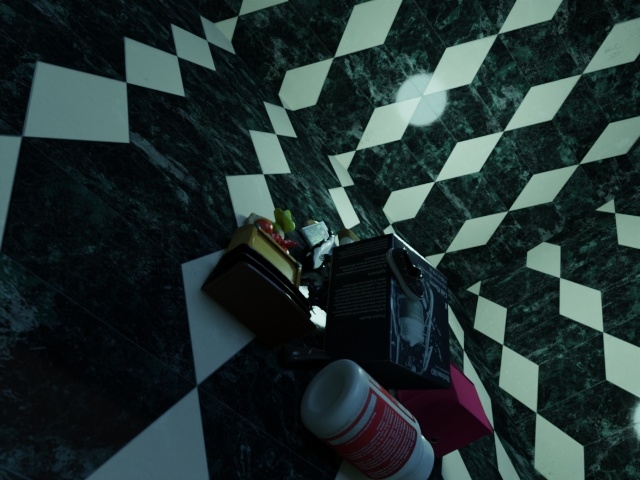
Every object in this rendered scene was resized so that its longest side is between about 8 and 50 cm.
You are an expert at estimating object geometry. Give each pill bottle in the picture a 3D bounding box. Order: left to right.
[{"bbox_3d":[0.150,0.562,1.327,0.407,0.229,0.229,46,21,-19],"label":"pill bottle"}]

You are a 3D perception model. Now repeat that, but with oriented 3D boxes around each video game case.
[{"bbox_3d":[0.000,0.000,2.158,0.190,0.022,0.173,-22,80,-55],"label":"video game case"}]

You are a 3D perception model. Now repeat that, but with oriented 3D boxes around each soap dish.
[{"bbox_3d":[-0.189,0.089,1.534,0.291,0.118,0.229,44,22,-20],"label":"soap dish"}]

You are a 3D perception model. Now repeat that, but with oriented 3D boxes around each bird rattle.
[{"bbox_3d":[-0.202,-0.023,1.742,0.207,0.143,0.253,24,32,-15],"label":"bird rattle"}]

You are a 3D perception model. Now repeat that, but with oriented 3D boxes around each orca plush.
[{"bbox_3d":[-0.023,0.031,2.018,0.102,0.151,0.287,17,45,14],"label":"orca plush"}]

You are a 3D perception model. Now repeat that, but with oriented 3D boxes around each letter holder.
[{"bbox_3d":[-0.153,0.151,1.319,0.302,0.214,0.152,45,38,-19],"label":"letter holder"}]

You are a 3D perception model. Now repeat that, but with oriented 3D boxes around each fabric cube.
[{"bbox_3d":[0.504,0.692,1.849,0.254,0.258,0.259,45,21,-23],"label":"fabric cube"}]

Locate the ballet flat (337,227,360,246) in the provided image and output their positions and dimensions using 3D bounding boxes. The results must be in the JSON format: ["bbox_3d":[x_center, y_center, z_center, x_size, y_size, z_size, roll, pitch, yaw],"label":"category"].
[{"bbox_3d":[0.162,0.083,2.191,0.124,0.116,0.342,1,59,-56],"label":"ballet flat"}]

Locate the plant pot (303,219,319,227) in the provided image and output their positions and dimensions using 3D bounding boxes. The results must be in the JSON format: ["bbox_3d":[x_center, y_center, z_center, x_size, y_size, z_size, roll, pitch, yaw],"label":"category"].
[{"bbox_3d":[0.004,-0.018,2.267,0.236,0.032,0.236,45,21,-22],"label":"plant pot"}]

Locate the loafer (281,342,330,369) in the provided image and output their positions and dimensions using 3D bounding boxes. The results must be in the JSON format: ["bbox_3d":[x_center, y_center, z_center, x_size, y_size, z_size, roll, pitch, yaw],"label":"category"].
[{"bbox_3d":[-0.046,0.366,1.439,0.220,0.080,0.078,25,35,-52],"label":"loafer"}]

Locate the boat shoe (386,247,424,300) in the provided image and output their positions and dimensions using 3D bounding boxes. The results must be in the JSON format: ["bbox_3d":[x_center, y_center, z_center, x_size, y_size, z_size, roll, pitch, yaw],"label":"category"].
[{"bbox_3d":[0.313,0.114,1.535,0.228,0.076,0.080,58,41,-18],"label":"boat shoe"}]

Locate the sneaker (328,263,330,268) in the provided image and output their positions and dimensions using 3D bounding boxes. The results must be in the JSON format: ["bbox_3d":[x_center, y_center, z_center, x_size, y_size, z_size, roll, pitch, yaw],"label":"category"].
[{"bbox_3d":[0.117,0.168,2.113,0.080,0.094,0.212,19,39,-59],"label":"sneaker"}]

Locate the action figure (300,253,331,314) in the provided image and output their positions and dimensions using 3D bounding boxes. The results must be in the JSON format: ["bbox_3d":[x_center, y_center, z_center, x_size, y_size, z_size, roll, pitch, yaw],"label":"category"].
[{"bbox_3d":[-0.010,0.184,1.755,0.164,0.141,0.275,54,42,-19],"label":"action figure"}]

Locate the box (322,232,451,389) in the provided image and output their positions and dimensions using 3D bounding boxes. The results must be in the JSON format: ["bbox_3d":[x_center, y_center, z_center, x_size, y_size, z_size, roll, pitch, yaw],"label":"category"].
[{"bbox_3d":[0.272,0.298,1.726,0.480,0.298,0.471,33,54,-42],"label":"box"}]
